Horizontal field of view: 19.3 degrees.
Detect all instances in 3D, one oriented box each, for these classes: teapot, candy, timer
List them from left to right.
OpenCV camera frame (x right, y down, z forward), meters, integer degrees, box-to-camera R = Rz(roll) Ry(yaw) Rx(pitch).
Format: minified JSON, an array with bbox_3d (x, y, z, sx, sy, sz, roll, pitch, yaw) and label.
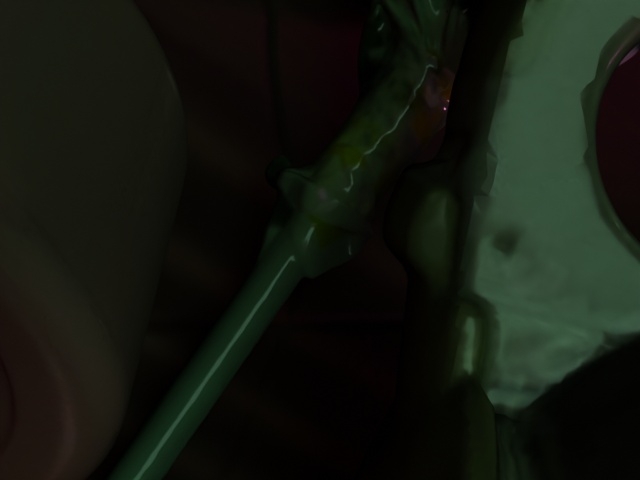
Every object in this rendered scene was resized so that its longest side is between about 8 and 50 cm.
[{"bbox_3d":[-0.082,-0.088,0.455,0.175,0.175,0.266,34,54,-16],"label":"timer"},{"bbox_3d":[0.000,0.000,0.513,0.083,0.091,0.305,32,80,18],"label":"candy"},{"bbox_3d":[0.122,0.078,0.439,0.239,0.239,0.321,12,117,-7],"label":"teapot"}]
